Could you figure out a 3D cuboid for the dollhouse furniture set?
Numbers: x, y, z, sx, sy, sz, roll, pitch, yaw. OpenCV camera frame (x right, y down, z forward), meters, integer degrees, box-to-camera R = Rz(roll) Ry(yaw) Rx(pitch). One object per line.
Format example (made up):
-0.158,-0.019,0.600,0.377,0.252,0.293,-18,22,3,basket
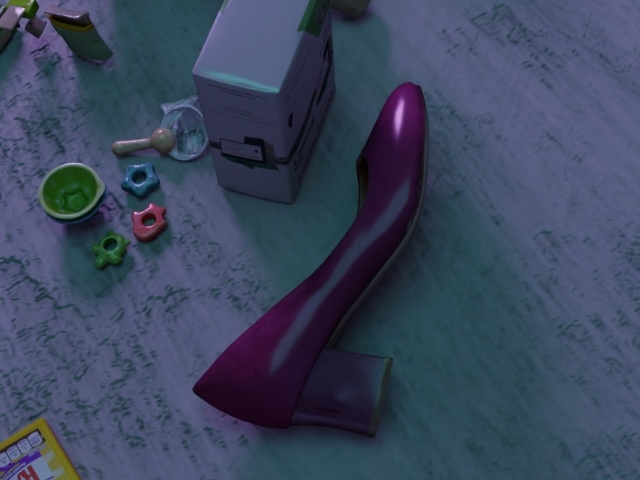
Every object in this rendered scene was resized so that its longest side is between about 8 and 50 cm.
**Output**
-0.319,-0.227,1.496,0.152,0.076,0.058,16,62,26,dollhouse furniture set

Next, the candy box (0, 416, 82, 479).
-0.326,0.267,1.255,0.206,0.027,0.105,-33,66,-11,candy box

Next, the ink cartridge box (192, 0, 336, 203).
-0.051,-0.161,1.346,0.093,0.219,0.160,15,65,11,ink cartridge box

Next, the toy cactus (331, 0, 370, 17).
-0.023,-0.306,1.460,0.180,0.219,0.112,32,42,-19,toy cactus

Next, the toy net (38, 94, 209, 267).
-0.184,-0.081,1.415,0.232,0.045,0.122,-43,65,-16,toy net

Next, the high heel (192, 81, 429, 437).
0.000,0.000,1.297,0.181,0.127,0.377,12,67,1,high heel
